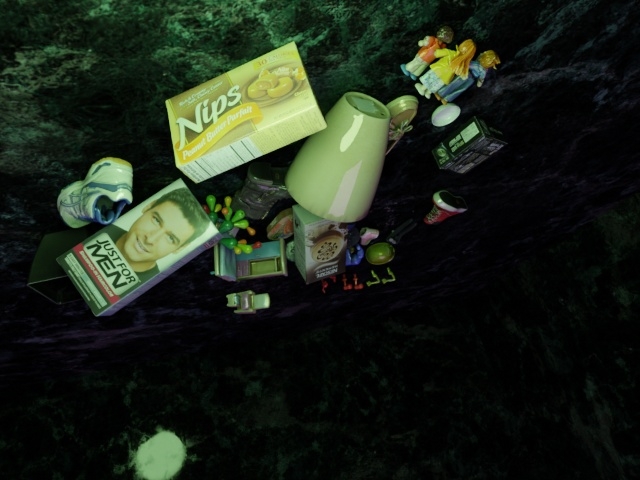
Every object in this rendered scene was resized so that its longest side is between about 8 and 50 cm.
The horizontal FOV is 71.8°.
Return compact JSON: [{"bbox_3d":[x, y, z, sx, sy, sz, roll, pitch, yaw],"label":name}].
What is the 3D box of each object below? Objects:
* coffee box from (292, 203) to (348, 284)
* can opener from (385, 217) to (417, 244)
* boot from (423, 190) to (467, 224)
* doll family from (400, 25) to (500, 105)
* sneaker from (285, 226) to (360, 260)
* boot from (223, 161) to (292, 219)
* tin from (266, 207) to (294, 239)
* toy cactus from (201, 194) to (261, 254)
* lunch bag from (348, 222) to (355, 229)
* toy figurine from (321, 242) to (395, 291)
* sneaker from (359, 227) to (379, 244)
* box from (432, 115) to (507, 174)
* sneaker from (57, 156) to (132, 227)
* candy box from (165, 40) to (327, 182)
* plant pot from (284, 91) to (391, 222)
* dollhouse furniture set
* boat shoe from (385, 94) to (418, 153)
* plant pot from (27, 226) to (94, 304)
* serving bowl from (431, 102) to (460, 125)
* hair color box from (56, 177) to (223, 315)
[{"bbox_3d":[0.000,0.000,1.597,0.168,0.119,0.297,-18,136,-17],"label":"coffee box"},{"bbox_3d":[0.360,-0.042,1.989,0.059,0.073,0.186,31,137,-8],"label":"can opener"},{"bbox_3d":[0.486,-0.123,1.844,0.176,0.088,0.244,-31,157,33],"label":"boot"},{"bbox_3d":[0.335,-0.406,1.066,0.262,0.118,0.163,6,148,-42],"label":"doll family"},{"bbox_3d":[0.000,0.008,1.813,0.318,0.112,0.131,-13,177,-9],"label":"sneaker"},{"bbox_3d":[-0.149,-0.136,1.371,0.262,0.091,0.229,14,146,-20],"label":"boot"},{"bbox_3d":[-0.129,-0.060,1.625,0.106,0.040,0.189,-2,153,-39],"label":"tin"},{"bbox_3d":[-0.302,-0.026,1.356,0.180,0.219,0.112,-36,-163,7],"label":"toy cactus"},{"bbox_3d":[0.082,-0.069,1.706,0.098,0.067,0.065,-1,152,-36],"label":"lunch bag"},{"bbox_3d":[0.120,0.103,1.855,0.362,0.191,0.217,-8,168,18],"label":"toy figurine"},{"bbox_3d":[0.190,-0.022,1.917,0.070,0.051,0.134,14,157,-20],"label":"sneaker"},{"bbox_3d":[0.485,-0.305,1.444,0.147,0.078,0.180,4,150,-39],"label":"box"},{"bbox_3d":[-0.585,-0.089,1.135,0.296,0.131,0.111,-32,155,33],"label":"sneaker"},{"bbox_3d":[-0.164,-0.271,0.947,0.316,0.183,0.087,-21,155,10],"label":"candy box"},{"bbox_3d":[0.066,-0.234,1.158,0.256,0.256,0.274,-2,137,-30],"label":"plant pot"},{"bbox_3d":[-0.243,0.085,1.512,0.198,0.287,0.303,-8,163,7],"label":"dollhouse furniture set"},{"bbox_3d":[0.184,-0.290,1.258,0.104,0.089,0.285,-1,152,-31],"label":"boat shoe"},{"bbox_3d":[-0.738,0.068,1.331,0.188,0.167,0.187,-12,157,-9],"label":"plant pot"},{"bbox_3d":[0.359,-0.369,1.280,0.083,0.027,0.083,-14,156,-7],"label":"serving bowl"},{"bbox_3d":[-0.475,0.019,1.198,0.374,0.185,0.113,-36,177,-11],"label":"hair color box"}]
